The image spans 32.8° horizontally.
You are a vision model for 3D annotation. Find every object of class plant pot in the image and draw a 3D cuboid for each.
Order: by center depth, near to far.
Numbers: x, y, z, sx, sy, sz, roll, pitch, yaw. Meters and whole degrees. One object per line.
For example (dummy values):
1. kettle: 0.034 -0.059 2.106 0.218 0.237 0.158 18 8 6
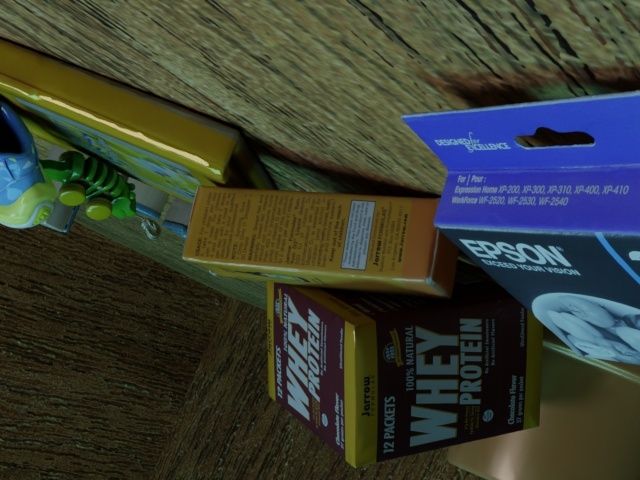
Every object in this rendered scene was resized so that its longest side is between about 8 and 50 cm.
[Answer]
1. plant pot: 0.262 0.177 1.147 0.290 0.204 0.291 21 173 3

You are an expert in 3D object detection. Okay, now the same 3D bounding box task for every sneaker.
1. sneaker: -0.359 -0.120 1.101 0.240 0.091 0.126 34 144 15

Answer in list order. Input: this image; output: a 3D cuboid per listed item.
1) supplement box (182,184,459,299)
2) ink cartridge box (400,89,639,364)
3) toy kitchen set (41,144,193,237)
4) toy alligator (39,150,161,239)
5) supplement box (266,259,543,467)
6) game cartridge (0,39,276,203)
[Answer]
1. supplement box: 0.000 0.000 0.957 0.233 0.080 0.078 3 166 21
2. ink cartridge box: 0.161 0.005 0.578 0.208 0.045 0.206 40 161 -27
3. toy kitchen set: -0.252 -0.038 1.442 0.207 0.122 0.166 17 171 39
4. toy alligator: -0.232 -0.055 1.203 0.051 0.056 0.189 -30 140 28
5. supplement box: 0.073 0.100 1.020 0.194 0.129 0.191 -7 -165 -25
6. game cartridge: -0.210 -0.108 1.106 0.323 0.053 0.285 20 172 10
